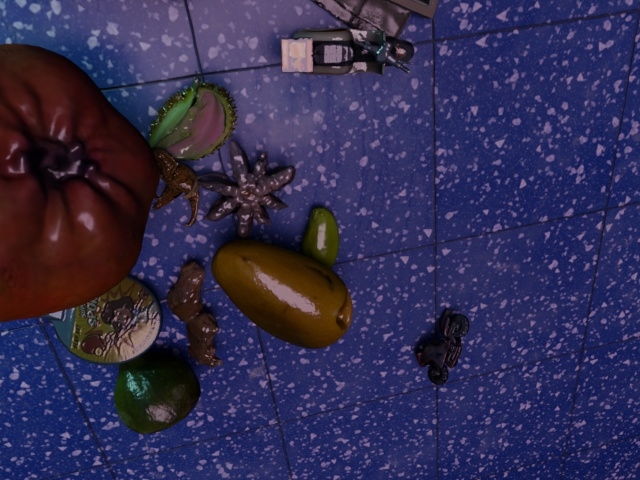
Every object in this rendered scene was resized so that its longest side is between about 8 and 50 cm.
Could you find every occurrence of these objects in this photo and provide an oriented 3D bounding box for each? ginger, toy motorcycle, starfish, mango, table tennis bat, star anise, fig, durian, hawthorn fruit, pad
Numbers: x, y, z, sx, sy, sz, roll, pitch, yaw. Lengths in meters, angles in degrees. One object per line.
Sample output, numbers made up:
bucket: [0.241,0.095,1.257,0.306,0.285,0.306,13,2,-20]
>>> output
ginger: [-0.305,0.187,1.152,0.084,0.122,0.290,-34,130,-44]
toy motorcycle: [0.344,0.296,1.347,0.082,0.122,0.213,15,99,-43]
starfish: [-0.306,-0.103,0.989,0.146,0.190,0.074,38,59,-6]
mango: [-0.089,0.121,1.085,0.365,0.253,0.182,32,61,-28]
toy motorcycle: [0.058,-0.364,0.923,0.263,0.157,0.091,-1,116,-1]
table tennis bat: [-0.534,0.175,1.096,0.329,0.044,0.215,9,88,-6]
star anise: [-0.160,-0.111,1.039,0.236,0.093,0.229,-17,114,7]
fig: [-0.417,0.333,1.162,0.203,0.203,0.235,-24,95,0]
durian: [-0.248,-0.247,0.945,0.137,0.096,0.220,17,144,-40]
hawthorn fruit: [-0.531,-0.084,0.784,0.471,0.472,0.472,-5,116,-10]
pad: [0.092,-0.513,0.943,0.233,0.022,0.174,25,107,-21]
mango: [0.000,0.000,1.140,0.091,0.074,0.165,-6,118,-9]

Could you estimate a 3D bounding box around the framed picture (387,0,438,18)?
framed picture: [0.123,-0.570,0.853,0.324,0.020,0.241,4,110,-35]
